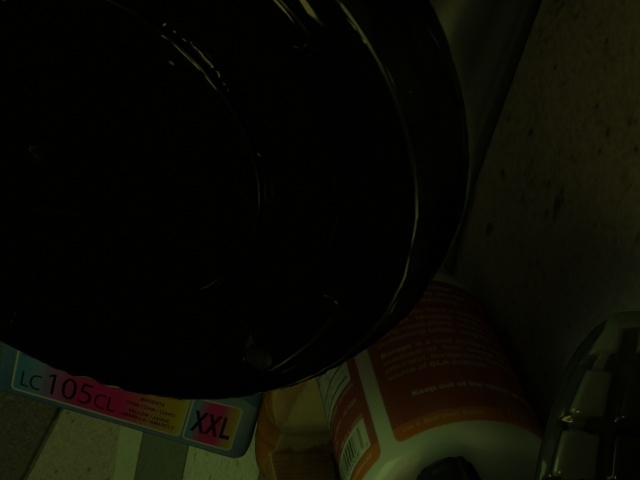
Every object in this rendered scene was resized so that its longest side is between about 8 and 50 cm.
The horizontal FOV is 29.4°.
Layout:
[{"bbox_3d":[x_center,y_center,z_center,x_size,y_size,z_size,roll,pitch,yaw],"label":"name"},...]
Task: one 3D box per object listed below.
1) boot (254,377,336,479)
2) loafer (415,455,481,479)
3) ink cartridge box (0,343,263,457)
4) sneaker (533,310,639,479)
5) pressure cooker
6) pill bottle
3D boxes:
[{"bbox_3d":[-0.008,0.087,1.025,0.211,0.104,0.295,-104,24,-53],"label":"boot"},{"bbox_3d":[0.064,0.208,0.650,0.076,0.078,0.223,-110,11,-54],"label":"loafer"},{"bbox_3d":[-0.142,-0.007,1.189,0.151,0.270,0.395,-80,7,-61],"label":"ink cartridge box"},{"bbox_3d":[0.121,0.164,0.554,0.106,0.101,0.267,166,112,-75],"label":"sneaker"},{"bbox_3d":[-0.046,-0.165,0.720,0.375,0.370,0.420,-53,8,43],"label":"pressure cooker"},{"bbox_3d":[0.061,0.094,0.753,0.216,0.121,0.121,-105,28,-55],"label":"pill bottle"}]
